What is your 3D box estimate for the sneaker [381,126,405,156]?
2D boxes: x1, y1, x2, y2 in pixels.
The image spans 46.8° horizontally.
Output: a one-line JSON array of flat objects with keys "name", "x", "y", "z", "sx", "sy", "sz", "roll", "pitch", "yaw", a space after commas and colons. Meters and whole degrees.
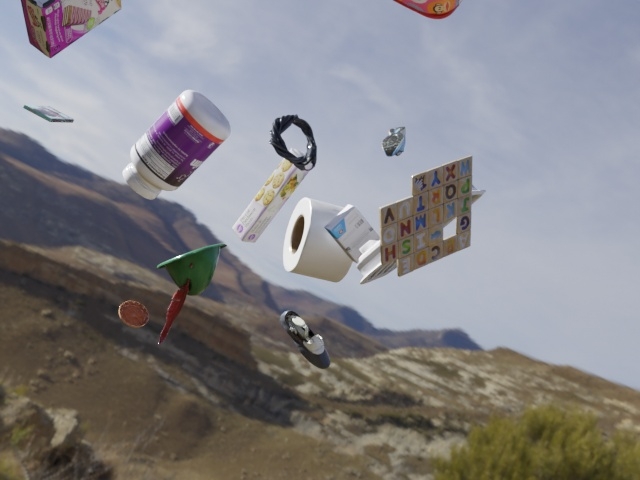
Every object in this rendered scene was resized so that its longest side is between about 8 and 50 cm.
[{"name": "sneaker", "x": 0.230, "y": -0.282, "z": 2.203, "sx": 0.063, "sy": 0.162, "sz": 0.073, "roll": -5, "pitch": -64, "yaw": 24}]

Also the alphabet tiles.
[{"name": "alphabet tiles", "x": 0.207, "y": -0.042, "z": 1.426, "sx": 0.237, "sy": 0.198, "sz": 0.009, "roll": -21, "pitch": 30, "yaw": -31}]

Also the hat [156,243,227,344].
[{"name": "hat", "x": -0.295, "y": 0.124, "z": 1.799, "sx": 0.208, "sy": 0.184, "sz": 0.173, "roll": -21, "pitch": -4, "yaw": 38}]

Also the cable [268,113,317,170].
[{"name": "cable", "x": -0.077, "y": -0.281, "z": 2.068, "sx": 0.150, "sy": 0.184, "sz": 0.047, "roll": 19, "pitch": -39, "yaw": -25}]

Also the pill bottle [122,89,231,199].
[{"name": "pill bottle", "x": -0.426, "y": -0.272, "z": 2.160, "sx": 0.181, "sy": 0.323, "sz": 0.181, "roll": 43, "pitch": 16, "yaw": -16}]

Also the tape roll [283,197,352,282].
[{"name": "tape roll", "x": 0.000, "y": 0.000, "z": 2.355, "sx": 0.169, "sy": 0.246, "sz": 0.246, "roll": 15, "pitch": -2, "yaw": -19}]

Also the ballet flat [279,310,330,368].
[{"name": "ballet flat", "x": -0.041, "y": 0.277, "z": 2.105, "sx": 0.203, "sy": 0.074, "sz": 0.074, "roll": 48, "pitch": 0, "yaw": 16}]

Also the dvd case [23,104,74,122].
[{"name": "dvd case", "x": -0.735, "y": -0.343, "z": 2.004, "sx": 0.087, "sy": 0.013, "sz": 0.119, "roll": 28, "pitch": 11, "yaw": 7}]

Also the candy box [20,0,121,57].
[{"name": "candy box", "x": -0.558, "y": -0.543, "z": 1.676, "sx": 0.071, "sy": 0.233, "sz": 0.159, "roll": 36, "pitch": -29, "yaw": 8}]

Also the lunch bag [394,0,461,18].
[{"name": "lunch bag", "x": 0.244, "y": -0.665, "z": 1.659, "sx": 0.258, "sy": 0.293, "sz": 0.120, "roll": 31, "pitch": -11, "yaw": 15}]

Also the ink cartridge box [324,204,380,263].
[{"name": "ink cartridge box", "x": 0.109, "y": -0.004, "z": 2.186, "sx": 0.180, "sy": 0.104, "sz": 0.060, "roll": 50, "pitch": -9, "yaw": -22}]

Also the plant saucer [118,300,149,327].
[{"name": "plant saucer", "x": -0.505, "y": 0.200, "z": 1.997, "sx": 0.083, "sy": 0.013, "sz": 0.083, "roll": 23, "pitch": 40, "yaw": -21}]

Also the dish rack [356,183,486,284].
[{"name": "dish rack", "x": 0.229, "y": -0.033, "z": 1.750, "sx": 0.072, "sy": 0.333, "sz": 0.285, "roll": 53, "pitch": 20, "yaw": 11}]

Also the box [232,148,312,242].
[{"name": "box", "x": -0.145, "y": -0.132, "z": 2.236, "sx": 0.063, "sy": 0.324, "sz": 0.067, "roll": 8, "pitch": 37, "yaw": -54}]
